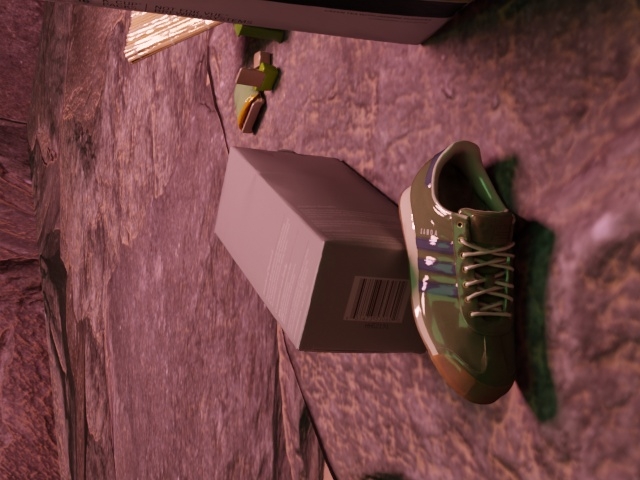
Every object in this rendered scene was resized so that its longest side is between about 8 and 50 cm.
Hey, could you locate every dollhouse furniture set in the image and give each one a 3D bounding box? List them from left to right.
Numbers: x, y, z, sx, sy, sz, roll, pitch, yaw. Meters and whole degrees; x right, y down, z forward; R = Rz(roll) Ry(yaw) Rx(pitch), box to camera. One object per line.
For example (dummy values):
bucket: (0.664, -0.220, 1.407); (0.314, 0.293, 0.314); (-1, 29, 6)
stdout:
dollhouse furniture set: (-0.099, -0.211, 1.033); (0.151, 0.059, 0.076); (-61, 36, 41)

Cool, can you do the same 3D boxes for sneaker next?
sneaker: (0.106, 0.012, 0.587); (0.086, 0.064, 0.192); (120, 147, -50)

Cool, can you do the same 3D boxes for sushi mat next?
sushi mat: (-0.132, -0.331, 1.012); (0.317, 0.019, 0.151); (-11, 69, 39)

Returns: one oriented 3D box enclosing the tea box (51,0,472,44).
tea box: (-0.026, -0.293, 0.536); (0.323, 0.329, 0.219); (169, 103, -74)

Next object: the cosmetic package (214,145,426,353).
cosmetic package: (0.000, 0.000, 0.737); (0.238, 0.127, 0.107); (-135, 54, -59)
